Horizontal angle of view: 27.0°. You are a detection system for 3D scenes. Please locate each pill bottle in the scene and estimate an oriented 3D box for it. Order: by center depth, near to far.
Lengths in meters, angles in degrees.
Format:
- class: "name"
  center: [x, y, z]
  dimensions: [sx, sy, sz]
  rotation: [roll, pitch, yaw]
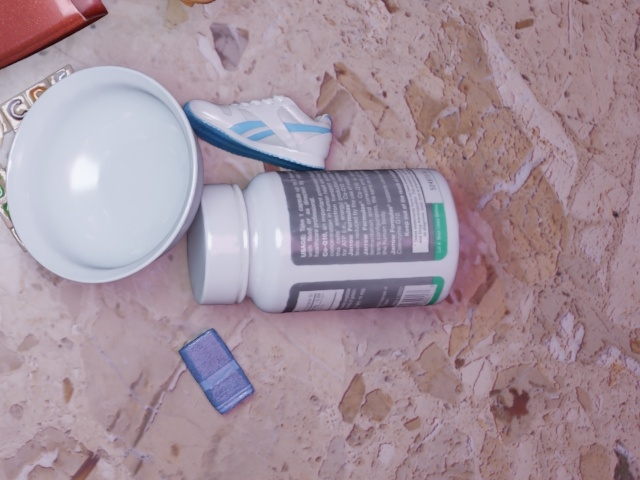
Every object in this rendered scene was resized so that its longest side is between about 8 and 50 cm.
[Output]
- class: "pill bottle"
  center: [0.000, 0.000, 1.908]
  dimensions: [0.361, 0.204, 0.204]
  rotation: [-2, 93, -15]

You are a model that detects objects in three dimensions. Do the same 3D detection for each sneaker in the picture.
- class: "sneaker"
  center: [-0.092, -0.170, 1.945]
  dimensions: [0.229, 0.087, 0.092]
  rotation: [17, 81, -21]

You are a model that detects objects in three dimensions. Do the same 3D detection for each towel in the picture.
- class: "towel"
  center: [-0.154, 0.192, 1.967]
  dimensions: [0.067, 0.029, 0.119]
  rotation: [-34, 101, -11]

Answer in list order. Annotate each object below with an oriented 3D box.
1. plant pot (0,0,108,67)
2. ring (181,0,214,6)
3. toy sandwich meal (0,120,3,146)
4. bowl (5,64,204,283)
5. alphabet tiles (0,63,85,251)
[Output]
- class: "plant pot"
  center: [-0.468, -0.337, 1.759]
  dimensions: [0.236, 0.267, 0.267]
  rotation: [-35, 101, 4]
- class: "ring"
  center: [-0.286, -0.402, 1.768]
  dimensions: [0.337, 0.336, 0.032]
  rotation: [30, 109, -14]
- class: "toy sandwich meal"
  center: [-0.485, -0.153, 1.861]
  dimensions: [0.086, 0.029, 0.085]
  rotation: [-1, 94, -10]
- class: "bowl"
  center: [-0.273, -0.084, 1.834]
  dimensions: [0.298, 0.134, 0.297]
  rotation: [-2, 85, 23]
- class: "alphabet tiles"
  center: [-0.375, -0.128, 1.908]
  dimensions: [0.237, 0.009, 0.198]
  rotation: [-32, 99, -10]
